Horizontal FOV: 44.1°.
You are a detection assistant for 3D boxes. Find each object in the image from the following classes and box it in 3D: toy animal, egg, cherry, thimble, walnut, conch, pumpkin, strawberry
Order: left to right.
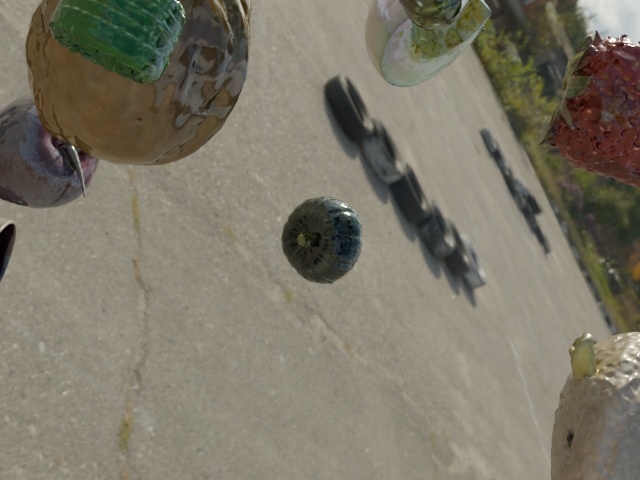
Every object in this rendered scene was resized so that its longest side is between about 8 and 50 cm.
[{"bbox_3d":[-0.482,-0.155,1.360,0.213,0.266,0.183,-67,148,-34],"label":"cherry"},{"bbox_3d":[-0.197,-0.213,0.776,0.130,0.090,0.118,26,-2,27],"label":"thimble"},{"bbox_3d":[-0.253,-0.258,1.097,0.306,0.344,0.306,21,28,-12],"label":"walnut"},{"bbox_3d":[0.001,-0.002,1.862,0.152,0.211,0.211,20,45,-41],"label":"pumpkin"},{"bbox_3d":[0.166,-0.416,1.497,0.271,0.206,0.162,-19,63,-36],"label":"egg"},{"bbox_3d":[0.159,-0.406,1.157,0.181,0.124,0.187,-2,83,-45],"label":"conch"},{"bbox_3d":[0.409,0.234,1.040,0.358,0.188,0.226,-16,120,-64],"label":"toy animal"},{"bbox_3d":[0.633,-0.252,1.556,0.292,0.343,0.292,17,90,-79],"label":"strawberry"}]

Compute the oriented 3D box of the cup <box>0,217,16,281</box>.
[{"bbox_3d":[-0.713,-0.009,1.452,0.208,0.273,0.288,133,-22,-73],"label":"cup"}]
